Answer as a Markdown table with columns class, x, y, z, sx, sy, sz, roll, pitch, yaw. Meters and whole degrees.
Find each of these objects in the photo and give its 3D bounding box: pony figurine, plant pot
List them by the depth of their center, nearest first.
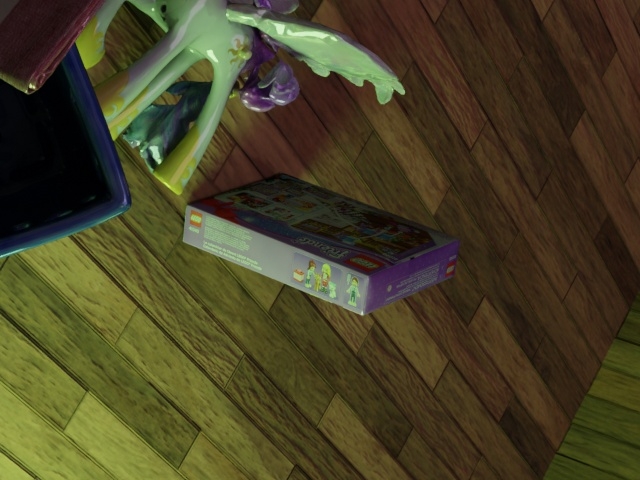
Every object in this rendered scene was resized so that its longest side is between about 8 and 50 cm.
| class | x | y | z | sx | sy | sz | roll | pitch | yaw |
| --- | --- | --- | --- | --- | --- | --- | --- | --- | --- |
| plant pot | -0.334 | -0.103 | 1.879 | 0.236 | 0.212 | 0.236 | -20 | 95 | -6 |
| pony figurine | -0.110 | -0.240 | 2.189 | 0.363 | 0.303 | 0.351 | -52 | 145 | -2 |

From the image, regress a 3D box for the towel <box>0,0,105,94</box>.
| class | x | y | z | sx | sy | sz | roll | pitch | yaw |
| --- | --- | --- | --- | --- | --- | --- | --- | --- | --- |
| towel | -0.338 | -0.293 | 1.787 | 0.237 | 0.329 | 0.037 | -56 | 164 | -23 |

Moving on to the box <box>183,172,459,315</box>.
| class | x | y | z | sx | sy | sz | roll | pitch | yaw |
| --- | --- | --- | --- | --- | --- | --- | --- | --- | --- |
| box | 0.000 | 0.000 | 2.418 | 0.201 | 0.293 | 0.057 | -20 | 124 | -50 |
